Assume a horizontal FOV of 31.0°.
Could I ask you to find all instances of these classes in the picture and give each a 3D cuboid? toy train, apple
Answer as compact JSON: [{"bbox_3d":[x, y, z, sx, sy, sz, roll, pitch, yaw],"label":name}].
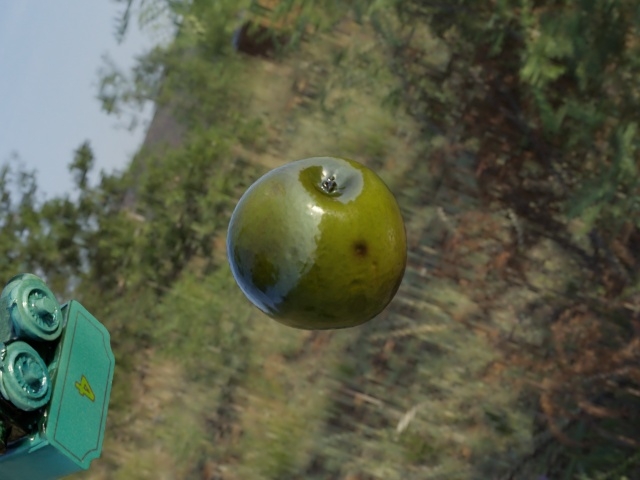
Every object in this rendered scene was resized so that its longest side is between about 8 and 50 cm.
[{"bbox_3d":[-0.267,0.131,1.056,0.107,0.154,0.198,-23,41,20],"label":"toy train"},{"bbox_3d":[0.000,0.000,1.204,0.196,0.196,0.157,-78,-1,-55],"label":"apple"}]
